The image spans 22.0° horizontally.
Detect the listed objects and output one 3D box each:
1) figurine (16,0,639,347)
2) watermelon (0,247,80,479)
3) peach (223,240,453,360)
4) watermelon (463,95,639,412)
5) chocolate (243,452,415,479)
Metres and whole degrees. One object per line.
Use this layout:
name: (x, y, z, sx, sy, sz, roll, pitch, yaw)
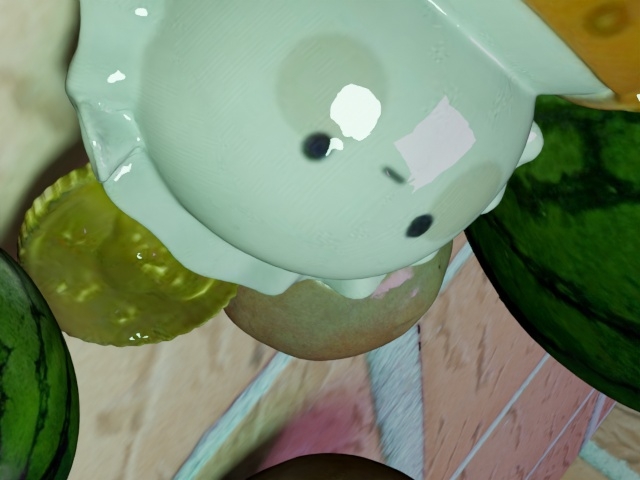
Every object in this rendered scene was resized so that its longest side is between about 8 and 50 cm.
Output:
figurine: (0.028, -0.073, 0.405, 0.271, 0.143, 0.143, -34, 174, 25)
watermelon: (-0.097, 0.053, 0.388, 0.105, 0.062, 0.105, -40, 153, -25)
peach: (0.002, 0.001, 0.532, 0.083, 0.083, 0.083, -49, 163, -20)
watermelon: (0.155, -0.052, 0.544, 0.242, 0.242, 0.242, -49, 163, -20)
chocolate: (-0.007, 0.184, 0.751, 0.176, 0.177, 0.176, -49, 163, -20)
